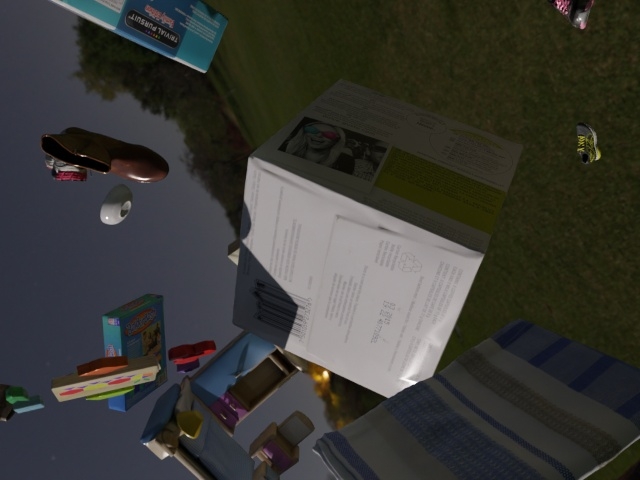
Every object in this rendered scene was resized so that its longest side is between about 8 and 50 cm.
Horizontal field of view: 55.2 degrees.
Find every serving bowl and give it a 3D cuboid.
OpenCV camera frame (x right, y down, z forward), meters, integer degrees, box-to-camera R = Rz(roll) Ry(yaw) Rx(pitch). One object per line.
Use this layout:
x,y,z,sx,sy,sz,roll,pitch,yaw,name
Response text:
-0.387,-0.066,1.179,0.027,0.083,0.083,24,174,7,serving bowl

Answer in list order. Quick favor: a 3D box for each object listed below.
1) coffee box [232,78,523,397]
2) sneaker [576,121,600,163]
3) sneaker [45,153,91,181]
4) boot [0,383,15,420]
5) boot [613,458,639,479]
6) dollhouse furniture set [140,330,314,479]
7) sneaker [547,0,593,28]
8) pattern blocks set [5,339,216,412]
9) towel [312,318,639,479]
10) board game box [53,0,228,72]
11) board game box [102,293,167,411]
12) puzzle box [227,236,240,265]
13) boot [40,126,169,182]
0.091,-0.009,1.001,0.334,0.338,0.338,-53,-19,-49,coffee box
0.491,-0.178,1.130,0.083,0.035,0.031,58,166,-20,sneaker
-0.727,-0.254,1.779,0.299,0.120,0.112,33,119,56,sneaker
-0.640,0.327,1.183,0.086,0.118,0.042,23,140,11,boot
0.349,0.273,0.675,0.114,0.106,0.037,25,-157,-52,boot
-0.106,0.307,1.025,0.286,0.198,0.303,48,-175,-9,dollhouse furniture set
0.345,-0.332,0.856,0.119,0.057,0.047,-74,-7,-52,sneaker
-0.366,0.237,1.063,0.285,0.324,0.026,-45,57,55,pattern blocks set
0.150,0.170,0.567,0.209,0.284,0.034,26,140,66,towel
-0.312,-0.318,0.703,0.336,0.079,0.253,28,-171,17,board game box
-0.400,0.239,1.335,0.160,0.047,0.210,-30,-57,-67,board game box
0.000,0.000,1.591,0.272,0.408,0.052,47,-162,-32,puzzle box
-0.471,-0.190,1.384,0.264,0.096,0.280,27,-177,-18,boot
